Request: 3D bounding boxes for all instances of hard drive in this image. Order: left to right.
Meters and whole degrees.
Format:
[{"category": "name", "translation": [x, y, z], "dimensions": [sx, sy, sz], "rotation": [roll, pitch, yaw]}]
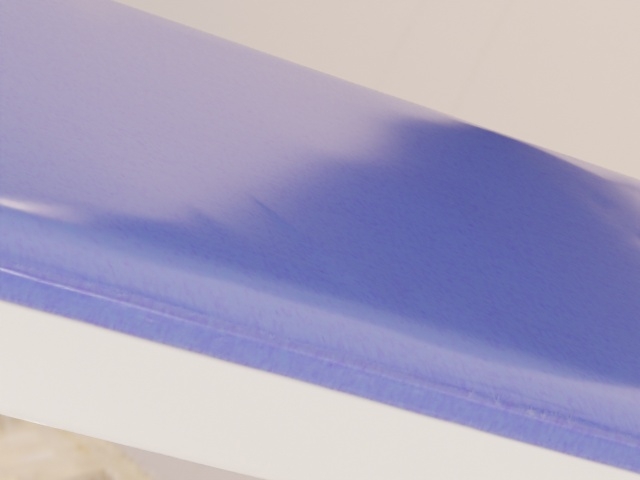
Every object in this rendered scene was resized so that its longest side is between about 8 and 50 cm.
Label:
[{"category": "hard drive", "translation": [0.000, 0.000, 0.467], "dimensions": [0.040, 0.318, 0.210], "rotation": [-66, -156, 17]}]
